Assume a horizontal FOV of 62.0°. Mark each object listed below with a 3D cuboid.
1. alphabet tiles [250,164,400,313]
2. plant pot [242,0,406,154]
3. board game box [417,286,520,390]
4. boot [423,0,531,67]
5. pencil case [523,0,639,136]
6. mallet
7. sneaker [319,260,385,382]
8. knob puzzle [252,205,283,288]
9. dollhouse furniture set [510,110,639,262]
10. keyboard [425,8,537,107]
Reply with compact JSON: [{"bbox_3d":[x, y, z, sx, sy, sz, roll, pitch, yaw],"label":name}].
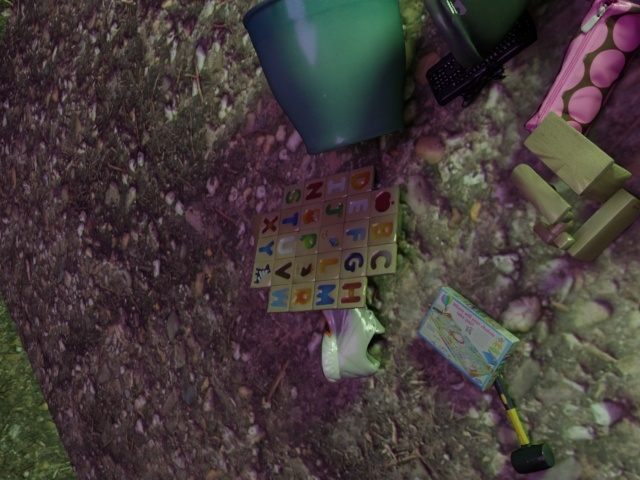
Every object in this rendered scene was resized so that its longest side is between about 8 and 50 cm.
[{"bbox_3d":[0.000,0.000,1.048,0.343,0.011,0.284,-9,64,36],"label":"alphabet tiles"},{"bbox_3d":[0.032,-0.294,0.938,0.272,0.272,0.255,-8,103,39],"label":"plant pot"},{"bbox_3d":[0.248,0.165,0.912,0.154,0.026,0.103,42,118,39],"label":"board game box"},{"bbox_3d":[0.350,-0.416,0.617,0.445,0.367,0.146,-23,120,37],"label":"boot"},{"bbox_3d":[0.370,-0.233,0.753,0.095,0.098,0.209,35,114,32],"label":"pencil case"},{"bbox_3d":[0.322,0.281,0.871,0.062,0.039,0.189,-25,73,39],"label":"mallet"},{"bbox_3d":[0.065,0.143,1.047,0.121,0.099,0.262,-4,82,13],"label":"sneaker"},{"bbox_3d":[-0.068,0.019,1.172,0.213,0.030,0.213,3,94,40],"label":"knob puzzle"},{"bbox_3d":[0.358,-0.072,0.762,0.144,0.151,0.123,-55,40,28],"label":"dollhouse furniture set"},{"bbox_3d":[0.261,-0.297,0.877,0.192,0.038,0.100,-33,73,37],"label":"keyboard"}]
